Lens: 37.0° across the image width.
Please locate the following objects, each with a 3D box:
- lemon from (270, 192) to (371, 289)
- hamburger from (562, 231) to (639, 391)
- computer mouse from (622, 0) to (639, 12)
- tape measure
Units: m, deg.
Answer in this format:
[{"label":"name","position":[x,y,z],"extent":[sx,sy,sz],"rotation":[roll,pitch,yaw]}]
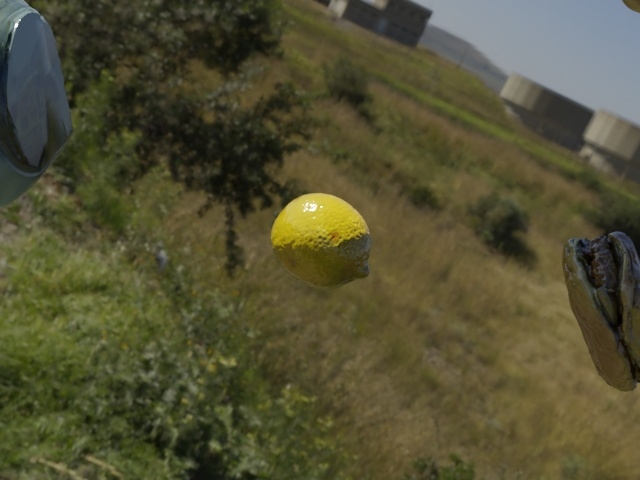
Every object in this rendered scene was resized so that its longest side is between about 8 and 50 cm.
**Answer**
[{"label":"lemon","position":[0.007,0.004,2.298],"extent":[0.253,0.228,0.228],"rotation":[31,12,27]},{"label":"hamburger","position":[0.522,0.121,1.694],"extent":[0.144,0.283,0.259],"rotation":[-13,26,20]},{"label":"computer mouse","position":[0.518,-0.425,1.487],"extent":[0.082,0.145,0.236],"rotation":[1,8,38]},{"label":"tape measure","position":[-0.430,-0.188,1.238],"extent":[0.138,0.262,0.259],"rotation":[3,30,3]}]
